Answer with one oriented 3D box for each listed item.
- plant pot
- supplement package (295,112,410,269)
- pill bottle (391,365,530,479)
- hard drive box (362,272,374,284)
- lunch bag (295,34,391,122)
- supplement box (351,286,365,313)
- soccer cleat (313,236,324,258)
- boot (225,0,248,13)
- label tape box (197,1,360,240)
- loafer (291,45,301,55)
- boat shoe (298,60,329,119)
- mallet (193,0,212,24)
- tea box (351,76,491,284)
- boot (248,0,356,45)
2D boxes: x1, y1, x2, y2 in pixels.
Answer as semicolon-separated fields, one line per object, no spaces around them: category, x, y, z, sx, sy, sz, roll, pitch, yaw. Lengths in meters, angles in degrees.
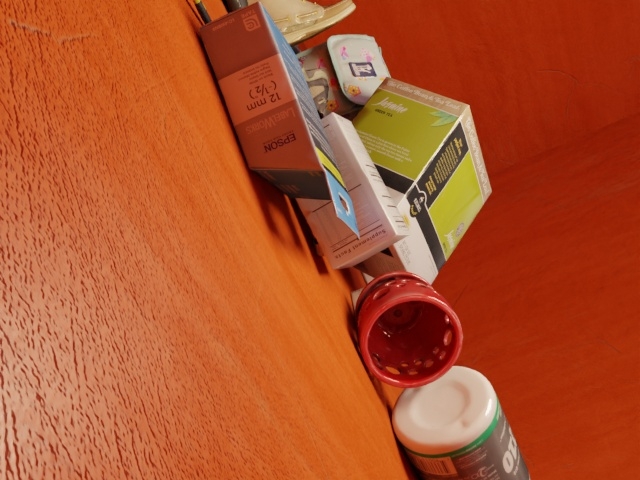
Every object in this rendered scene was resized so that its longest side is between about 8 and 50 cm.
plant pot;0.161;0.158;1.574;0.174;0.191;0.191;-100;165;-70
supplement package;0.039;-0.085;1.489;0.244;0.139;0.134;63;15;7
pill bottle;0.292;0.438;1.618;0.204;0.204;0.361;-101;166;-58
hard drive box;0.174;0.008;2.153;0.089;0.181;0.232;-85;153;-75
lunch bag;0.038;-0.341;1.901;0.160;0.262;0.223;54;16;-61
supplement box;0.094;0.149;1.714;0.098;0.036;0.062;-98;164;-65
soccer cleat;0.000;0.000;1.520;0.083;0.029;0.036;-90;161;-60
boot;-0.183;-0.540;1.700;0.198;0.076;0.137;-82;156;-50
label tape box;-0.054;-0.161;1.301;0.249;0.115;0.348;32;38;-77
loafer;-0.081;-0.449;2.018;0.087;0.094;0.251;-100;163;-58
boat shoe;-0.055;-0.270;1.649;0.355;0.132;0.130;-25;102;-74
mallet;-0.194;-0.379;1.258;0.190;0.039;0.062;61;6;-70
tea box;0.181;-0.109;1.784;0.220;0.324;0.329;27;-18;32
boot;-0.064;-0.561;1.895;0.204;0.262;0.095;64;-13;-7
